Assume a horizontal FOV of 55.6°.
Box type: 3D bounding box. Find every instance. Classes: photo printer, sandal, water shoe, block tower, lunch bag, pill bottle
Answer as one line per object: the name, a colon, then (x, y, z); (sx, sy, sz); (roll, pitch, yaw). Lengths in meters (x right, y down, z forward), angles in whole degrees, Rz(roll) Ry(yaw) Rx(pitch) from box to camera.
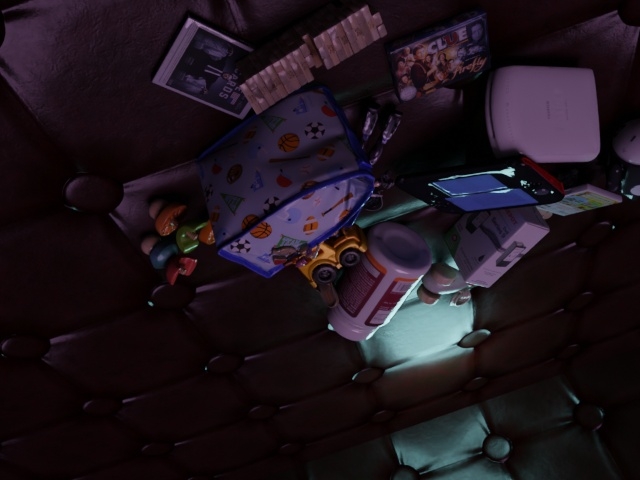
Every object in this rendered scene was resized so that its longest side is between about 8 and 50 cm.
photo printer: (0.574, -0.331, 1.593); (0.308, 0.255, 0.107); (-3, 178, -18)
sandal: (0.000, 0.140, 1.965); (0.072, 0.180, 0.049); (-29, 177, 33)
water shoe: (0.128, -0.129, 1.767); (0.073, 0.080, 0.203); (-30, 140, 14)
block tower: (-0.030, -0.417, 1.334); (0.336, 0.097, 0.091); (-32, 137, 2)
lunch bag: (-0.073, -0.152, 1.467); (0.386, 0.327, 0.239); (-36, 144, 19)
pill bottle: (0.179, 0.144, 1.992); (0.224, 0.224, 0.392); (5, 136, -26)

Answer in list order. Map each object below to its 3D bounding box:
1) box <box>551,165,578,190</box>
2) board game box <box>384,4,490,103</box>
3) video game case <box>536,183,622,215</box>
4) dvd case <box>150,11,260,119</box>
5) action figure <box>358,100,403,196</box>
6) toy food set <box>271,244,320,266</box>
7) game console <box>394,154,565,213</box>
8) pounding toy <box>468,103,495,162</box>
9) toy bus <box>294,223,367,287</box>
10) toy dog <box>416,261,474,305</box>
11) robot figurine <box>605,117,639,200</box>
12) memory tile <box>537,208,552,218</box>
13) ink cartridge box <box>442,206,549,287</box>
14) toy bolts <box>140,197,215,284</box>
box: (0.776, -0.183, 2.004); (0.137, 0.027, 0.094); (-21, 141, 3)
board game box: (0.290, -0.451, 1.489); (0.243, 0.042, 0.165); (-22, 140, 4)
video game case: (0.830, -0.130, 1.981); (0.227, 0.026, 0.206); (10, 163, -39)
dvd case: (-0.233, -0.385, 1.369); (0.239, 0.029, 0.179); (17, 129, -35)
action figure: (0.117, -0.219, 1.605); (0.186, 0.099, 0.284); (13, 116, -14)
toy food set: (-0.061, 0.041, 1.440); (0.122, 0.019, 0.078); (-8, 145, -22)
game console: (0.455, -0.146, 1.717); (0.387, 0.060, 0.342); (-6, 168, 39)
pounding toy: (0.530, -0.294, 1.715); (0.183, 0.110, 0.236); (-13, 140, -7)
toy bus: (0.000, 0.000, 1.838); (0.220, 0.149, 0.211); (-35, 122, 15)
toy dog: (0.458, 0.111, 2.160); (0.220, 0.161, 0.334); (-45, 149, 25)
robot figurine: (0.991, -0.254, 1.901); (0.174, 0.209, 0.278); (4, 146, 19)
memory tile: (0.757, -0.090, 2.118); (0.113, 0.012, 0.148); (20, 127, -38)
ink cartridge box: (0.558, -0.023, 1.963); (0.122, 0.211, 0.289); (14, 129, -32)
toy bolts: (-0.395, -0.019, 1.687); (0.228, 0.158, 0.218); (-58, 168, 26)
